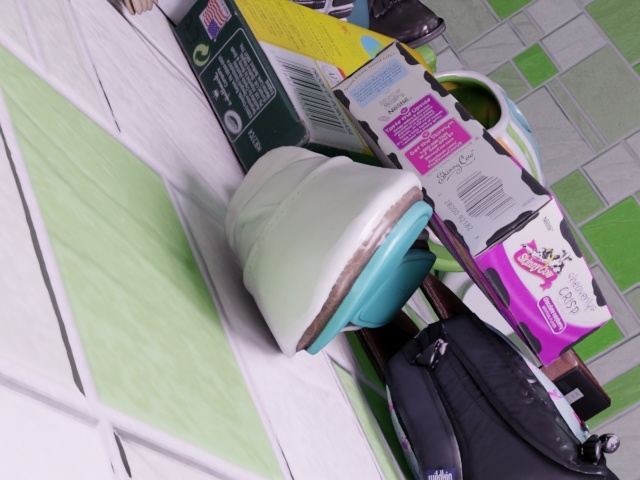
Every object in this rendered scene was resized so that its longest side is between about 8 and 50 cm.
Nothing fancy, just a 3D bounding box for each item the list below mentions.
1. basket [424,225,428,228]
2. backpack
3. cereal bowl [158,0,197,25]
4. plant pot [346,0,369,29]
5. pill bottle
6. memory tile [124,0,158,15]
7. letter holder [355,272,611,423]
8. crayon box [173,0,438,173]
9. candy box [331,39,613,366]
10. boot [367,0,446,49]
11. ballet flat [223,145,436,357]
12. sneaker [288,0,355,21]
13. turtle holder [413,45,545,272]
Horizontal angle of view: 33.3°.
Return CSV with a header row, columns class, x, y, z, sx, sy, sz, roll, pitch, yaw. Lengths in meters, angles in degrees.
class,x,y,z,sx,sy,sz,roll,pitch,yaw
basket,0.061,-0.072,1.279,0.167,0.103,0.113,62,11,20
backpack,0.122,0.150,0.816,0.182,0.152,0.115,59,-7,29
cereal bowl,-0.141,-0.361,1.095,0.339,0.141,0.339,56,9,-14
plant pot,-0.036,-0.295,1.363,0.165,0.166,0.234,60,2,17
pill bottle,0.258,0.068,1.694,0.146,0.146,0.264,55,10,-10
memory tile,-0.158,-0.243,0.877,0.148,0.012,0.113,-102,178,-74
letter holder,0.151,0.096,1.055,0.214,0.152,0.302,59,9,23
crayon box,0.029,-0.124,1.044,0.318,0.081,0.202,7,46,-48
candy box,0.115,-0.033,0.829,0.159,0.071,0.233,51,2,-46
boot,0.047,-0.376,1.391,0.263,0.091,0.229,38,-24,45
ballet flat,0.000,0.000,0.745,0.139,0.139,0.400,58,5,7
sneaker,-0.008,-0.319,1.180,0.094,0.081,0.208,-117,-155,-55
turtle holder,0.183,-0.122,1.439,0.227,0.243,0.320,86,15,-49
